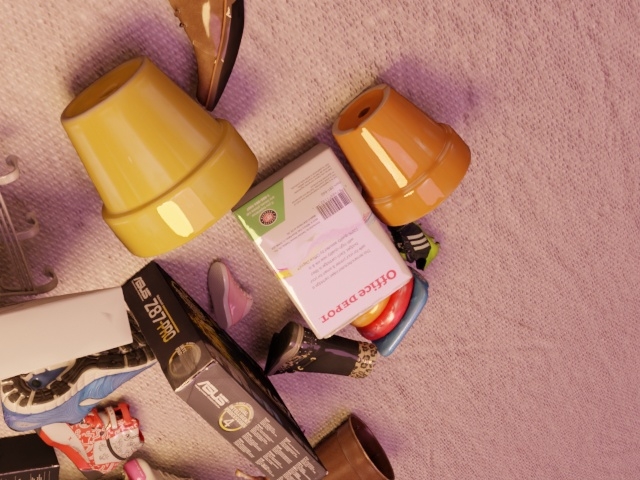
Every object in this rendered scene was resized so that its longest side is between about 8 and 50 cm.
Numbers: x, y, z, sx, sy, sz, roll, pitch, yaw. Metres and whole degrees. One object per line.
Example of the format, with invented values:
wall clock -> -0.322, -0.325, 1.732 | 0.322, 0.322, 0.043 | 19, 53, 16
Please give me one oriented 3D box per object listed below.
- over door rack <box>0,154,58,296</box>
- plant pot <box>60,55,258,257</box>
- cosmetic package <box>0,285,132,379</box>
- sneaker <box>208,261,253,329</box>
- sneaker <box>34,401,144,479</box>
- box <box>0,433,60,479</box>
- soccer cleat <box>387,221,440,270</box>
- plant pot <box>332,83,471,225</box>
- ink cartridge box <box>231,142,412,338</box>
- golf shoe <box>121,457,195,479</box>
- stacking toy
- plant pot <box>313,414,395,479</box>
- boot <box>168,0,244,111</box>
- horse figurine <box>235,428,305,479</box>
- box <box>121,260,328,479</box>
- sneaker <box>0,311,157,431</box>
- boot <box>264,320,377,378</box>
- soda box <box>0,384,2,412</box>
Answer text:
over door rack -> -0.598, -0.006, 1.648 | 0.324, 0.108, 0.239 | -11, 126, -3
plant pot -> -0.262, -0.143, 1.633 | 0.254, 0.254, 0.239 | -35, 115, -1
cosmetic package -> -0.506, 0.152, 1.583 | 0.284, 0.377, 0.097 | -11, 91, -44
sneaker -> -0.165, 0.093, 1.961 | 0.070, 0.051, 0.134 | -25, 120, -38
sneaker -> -0.433, 0.333, 1.965 | 0.145, 0.090, 0.270 | -34, 134, -3
box -> -0.597, 0.500, 1.987 | 0.184, 0.103, 0.261 | -6, 125, -27
soccer cleat -> 0.169, -0.001, 2.046 | 0.179, 0.060, 0.072 | 39, 78, -42
plant pot -> 0.126, -0.162, 1.844 | 0.205, 0.205, 0.188 | -41, 115, 4
ink cartridge box -> 0.000, 0.000, 1.859 | 0.201, 0.117, 0.278 | -34, 103, -2
golf shoe -> -0.304, 0.516, 2.152 | 0.140, 0.115, 0.306 | -33, 139, -13
stacking toy -> 0.040, 0.074, 2.002 | 0.302, 0.175, 0.165 | 28, 100, -23
plant pot -> 0.046, 0.489, 2.273 | 0.165, 0.167, 0.167 | -36, 131, 10
boot -> -0.178, -0.345, 1.638 | 0.115, 0.112, 0.305 | 12, 125, 1
horse figurine -> -0.092, 0.434, 2.114 | 0.174, 0.263, 0.066 | 16, 97, -15
box -> -0.173, 0.251, 1.887 | 0.097, 0.318, 0.395 | -38, 130, 0
sneaker -> -0.420, 0.236, 1.861 | 0.330, 0.130, 0.147 | -22, 153, -39
boot -> -0.005, 0.226, 2.009 | 0.179, 0.085, 0.236 | 15, 159, -11
soda box -> -0.675, 0.288, 1.808 | 0.286, 0.091, 0.098 | -26, 130, -8
